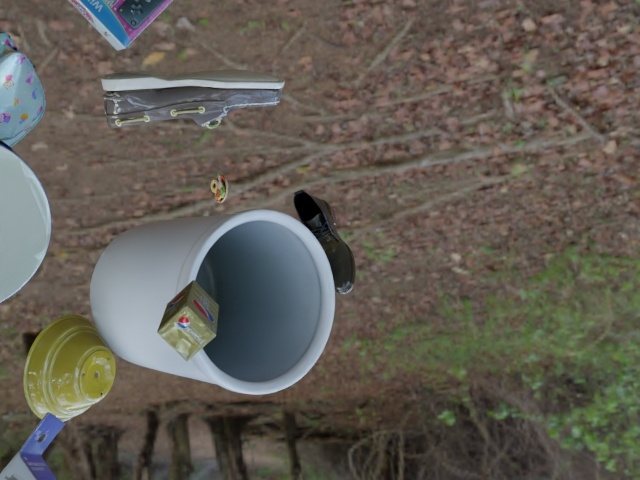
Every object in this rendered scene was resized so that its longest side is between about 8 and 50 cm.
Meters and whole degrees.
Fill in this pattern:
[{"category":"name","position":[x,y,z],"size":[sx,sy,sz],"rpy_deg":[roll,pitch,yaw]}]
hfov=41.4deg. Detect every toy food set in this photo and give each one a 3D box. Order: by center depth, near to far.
[{"category":"toy food set","position":[-0.286,-0.148,2.406],"size":[0.020,0.083,0.082],"rpy_deg":[3,151,-31]}]

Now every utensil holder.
[{"category":"utensil holder","position":[-0.219,0.112,1.620],"size":[0.328,0.327,0.385],"rpy_deg":[7,174,-40]}]

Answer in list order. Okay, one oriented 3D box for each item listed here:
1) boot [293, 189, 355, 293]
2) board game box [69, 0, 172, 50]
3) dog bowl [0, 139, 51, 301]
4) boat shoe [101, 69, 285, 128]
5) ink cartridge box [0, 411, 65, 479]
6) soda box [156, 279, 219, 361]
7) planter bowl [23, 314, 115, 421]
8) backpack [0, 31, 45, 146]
[{"category":"boot","position":[0.000,0.000,1.671],"size":[0.082,0.219,0.106],"rpy_deg":[-30,149,15]},{"category":"board game box","position":[-0.378,-0.570,1.712],"size":[0.224,0.303,0.097],"rpy_deg":[46,170,-24]},{"category":"dog bowl","position":[-0.530,-0.031,1.222],"size":[0.265,0.264,0.104],"rpy_deg":[2,-168,-29]},{"category":"boat shoe","position":[-0.227,-0.254,1.529],"size":[0.325,0.096,0.116],"rpy_deg":[-3,-160,-8]},{"category":"ink cartridge box","position":[-0.503,0.426,1.356],"size":[0.072,0.307,0.303],"rpy_deg":[40,161,0]},{"category":"soda box","position":[-0.191,0.114,1.246],"size":[0.058,0.061,0.181],"rpy_deg":[-42,-170,3]},{"category":"planter bowl","position":[-0.472,0.260,1.675],"size":[0.090,0.217,0.217],"rpy_deg":[7,172,29]},{"category":"backpack","position":[-0.543,-0.241,1.399],"size":[0.144,0.166,0.188],"rpy_deg":[30,157,22]}]
